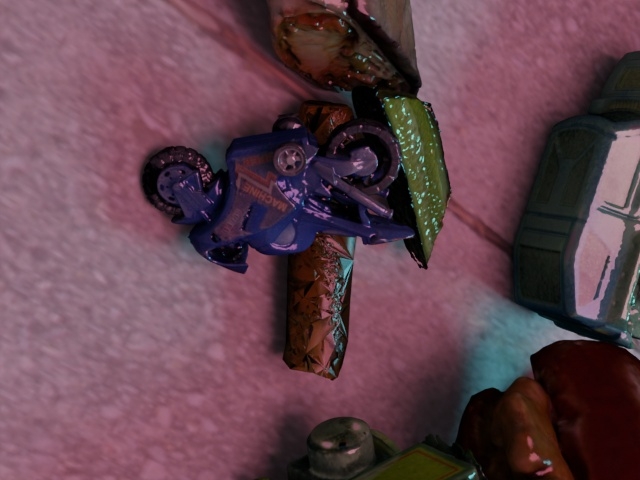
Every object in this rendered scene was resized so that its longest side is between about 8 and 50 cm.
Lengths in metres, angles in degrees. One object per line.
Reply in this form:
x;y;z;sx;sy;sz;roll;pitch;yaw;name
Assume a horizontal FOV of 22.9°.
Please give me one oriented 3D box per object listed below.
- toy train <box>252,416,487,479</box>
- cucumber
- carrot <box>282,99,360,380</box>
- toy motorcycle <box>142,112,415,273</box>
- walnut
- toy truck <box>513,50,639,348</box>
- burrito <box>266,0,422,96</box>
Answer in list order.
0.048;0.284;1.326;0.159;0.188;0.272;-22;115;-32;toy train
0.072;-0.073;1.325;0.070;0.046;0.220;-52;146;-25;cucumber
-0.001;0.000;1.304;0.069;0.069;0.229;-5;103;-38;carrot
-0.033;-0.032;1.230;0.205;0.076;0.114;-8;112;1;toy motorcycle
0.211;0.227;1.373;0.244;0.221;0.269;9;59;-56;walnut
0.292;-0.042;1.471;0.156;0.155;0.279;19;88;-22;toy truck
0.008;-0.246;1.215;0.175;0.107;0.348;-41;130;-54;burrito
